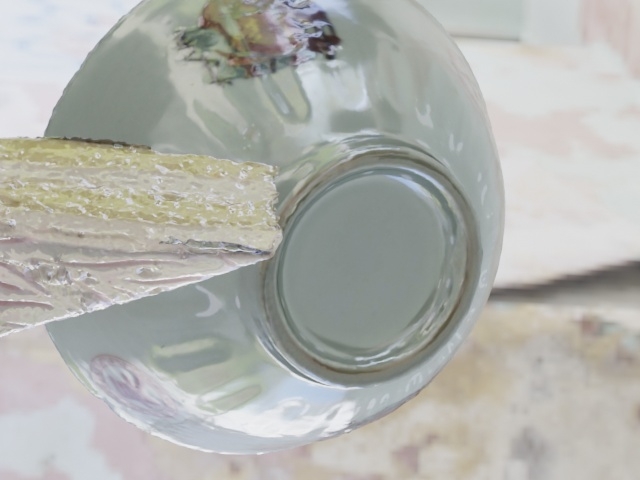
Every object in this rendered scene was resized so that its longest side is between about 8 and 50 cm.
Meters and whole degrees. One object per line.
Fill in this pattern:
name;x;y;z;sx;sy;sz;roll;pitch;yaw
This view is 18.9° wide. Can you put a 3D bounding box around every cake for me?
cake;-0.067;0.000;0.607;0.052;0.121;0.065;-77;164;-48

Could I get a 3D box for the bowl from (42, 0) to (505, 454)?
bowl;0.000;0.000;1.193;0.157;0.337;0.337;-148;-120;-61
